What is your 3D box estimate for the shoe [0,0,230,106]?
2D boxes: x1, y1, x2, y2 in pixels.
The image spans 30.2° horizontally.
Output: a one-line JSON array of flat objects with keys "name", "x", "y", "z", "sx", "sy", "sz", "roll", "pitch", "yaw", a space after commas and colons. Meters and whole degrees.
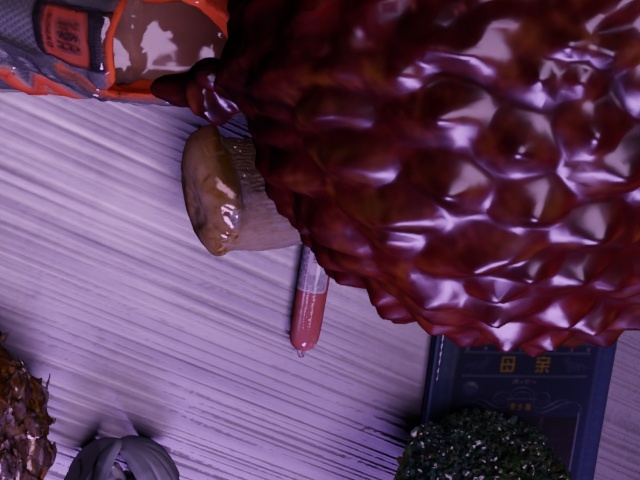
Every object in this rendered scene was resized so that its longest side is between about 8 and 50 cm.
[{"name": "shoe", "x": -0.197, "y": -0.159, "z": 0.888, "sx": 0.336, "sy": 0.171, "sz": 0.132, "roll": 7, "pitch": 104, "yaw": -18}]

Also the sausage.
[{"name": "sausage", "x": 0.000, "y": 0.000, "z": 1.063, "sx": 0.029, "sy": 0.029, "sz": 0.223, "roll": 6, "pitch": 104, "yaw": -17}]

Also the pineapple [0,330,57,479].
[{"name": "pineapple", "x": -0.275, "y": 0.170, "z": 0.943, "sx": 0.076, "sy": 0.225, "sz": 0.225, "roll": 6, "pitch": 106, "yaw": 17}]

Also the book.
[{"name": "book", "x": 0.187, "y": 0.207, "z": 1.177, "sx": 0.191, "sy": 0.025, "sz": 0.269, "roll": 3, "pitch": 105, "yaw": -16}]

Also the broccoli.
[{"name": "broccoli", "x": 0.132, "y": 0.268, "z": 1.096, "sx": 0.219, "sy": 0.194, "sz": 0.194, "roll": -2, "pitch": 107, "yaw": -38}]

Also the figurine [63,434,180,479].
[{"name": "figurine", "x": -0.170, "y": 0.213, "z": 1.044, "sx": 0.086, "sy": 0.094, "sz": 0.082, "roll": 35, "pitch": 105, "yaw": -27}]

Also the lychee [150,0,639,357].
[{"name": "lychee", "x": 0.119, "y": -0.130, "z": 0.774, "sx": 0.500, "sy": 0.424, "sz": 0.425, "roll": -12, "pitch": 111, "yaw": 22}]

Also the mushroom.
[{"name": "mushroom", "x": 0.046, "y": -0.047, "z": 1.006, "sx": 0.351, "sy": 0.095, "sz": 0.123, "roll": 0, "pitch": 124, "yaw": -28}]
